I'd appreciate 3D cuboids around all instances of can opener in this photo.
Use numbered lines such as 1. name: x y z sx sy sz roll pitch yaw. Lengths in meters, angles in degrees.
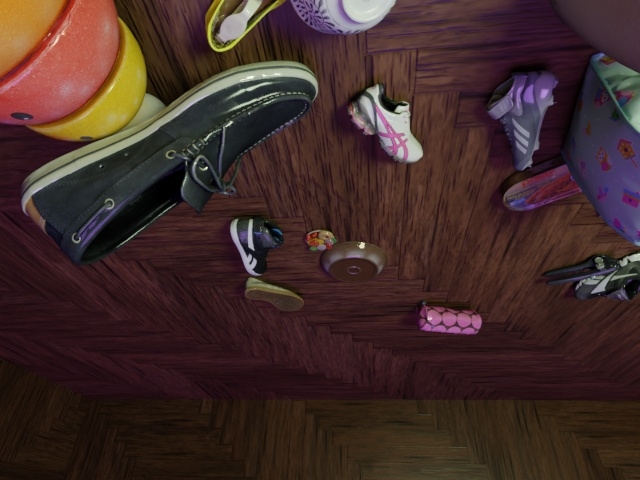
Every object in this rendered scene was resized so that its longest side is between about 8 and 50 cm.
1. can opener: 0.735 0.090 1.135 0.186 0.059 0.073 -25 137 32

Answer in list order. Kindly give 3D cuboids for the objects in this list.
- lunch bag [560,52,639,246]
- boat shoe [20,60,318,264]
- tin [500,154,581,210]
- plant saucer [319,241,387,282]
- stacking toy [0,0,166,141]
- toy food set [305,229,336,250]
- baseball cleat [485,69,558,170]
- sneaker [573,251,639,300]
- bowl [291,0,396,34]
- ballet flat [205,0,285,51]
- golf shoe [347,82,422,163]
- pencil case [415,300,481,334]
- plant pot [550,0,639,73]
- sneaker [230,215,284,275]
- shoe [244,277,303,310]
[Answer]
1. lunch bag: 0.519 -0.147 0.645 0.160 0.262 0.223 -7 142 13
2. boat shoe: -0.211 -0.125 0.655 0.500 0.156 0.187 -31 173 -9
3. tin: 0.490 -0.126 0.868 0.189 0.040 0.106 -22 142 30
4. plant saucer: 0.096 0.074 1.168 0.198 0.036 0.199 1 145 1
5. stacking toy: -0.368 -0.257 0.567 0.350 0.351 0.480 -11 159 17
6. toy food set: 0.000 0.000 1.081 0.083 0.020 0.083 -9 143 14
7. baseball cleat: 0.356 -0.217 0.737 0.109 0.072 0.206 8 142 16
8. sneaker: 0.835 0.133 1.148 0.078 0.106 0.234 15 142 -16
9. bowl: 0.047 -0.335 0.515 0.170 0.080 0.170 -17 145 -13
10. ballet flat: -0.085 -0.347 0.556 0.231 0.077 0.077 -28 133 35
11. golf shoe: 0.139 -0.210 0.743 0.186 0.067 0.086 30 134 -33
12. pencil case: 0.434 0.266 1.372 0.209 0.098 0.095 10 99 -10
13. plant pot: 0.434 -0.287 0.444 0.256 0.274 0.256 2 144 1
14. sneaker: -0.148 0.024 1.071 0.121 0.079 0.217 -4 142 11
15. shoe: -0.148 0.173 1.308 0.219 0.058 0.076 24 119 -33
